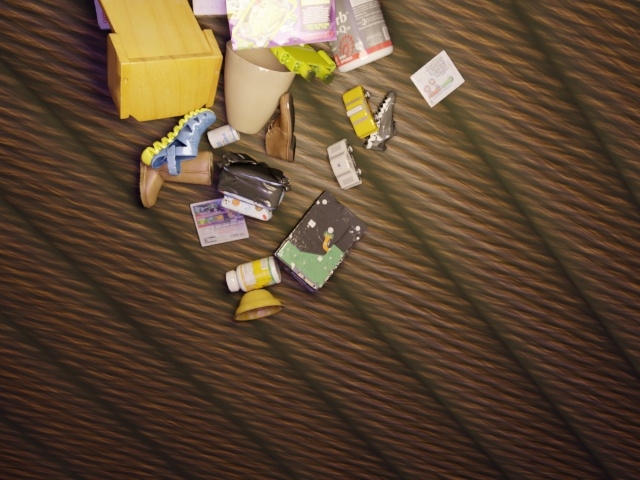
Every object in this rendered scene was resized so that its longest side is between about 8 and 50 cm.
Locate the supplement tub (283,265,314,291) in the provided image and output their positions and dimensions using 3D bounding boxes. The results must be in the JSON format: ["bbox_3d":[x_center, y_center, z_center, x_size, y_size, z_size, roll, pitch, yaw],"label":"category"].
[{"bbox_3d":[-0.069,0.113,1.953,0.190,0.117,0.117,41,101,-12],"label":"supplement tub"}]

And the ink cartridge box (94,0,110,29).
[{"bbox_3d":[-0.674,-0.827,1.667,0.208,0.087,0.153,-2,107,-2],"label":"ink cartridge box"}]

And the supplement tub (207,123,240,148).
[{"bbox_3d":[-0.370,-0.403,1.813,0.107,0.071,0.071,-20,106,4],"label":"supplement tub"}]

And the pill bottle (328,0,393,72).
[{"bbox_3d":[0.101,-0.793,1.637,0.210,0.210,0.363,-21,106,4],"label":"pill bottle"}]

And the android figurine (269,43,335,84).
[{"bbox_3d":[-0.067,-0.648,1.666,0.248,0.273,0.056,-6,140,-39],"label":"android figurine"}]

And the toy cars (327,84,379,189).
[{"bbox_3d":[0.112,-0.387,1.790,0.176,0.087,0.393,24,110,21],"label":"toy cars"}]

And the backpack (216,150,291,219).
[{"bbox_3d":[-0.244,-0.202,1.779,0.276,0.263,0.213,23,112,-1],"label":"backpack"}]

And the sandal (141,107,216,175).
[{"bbox_3d":[-0.503,-0.358,1.760,0.317,0.126,0.138,-44,84,-1],"label":"sandal"}]

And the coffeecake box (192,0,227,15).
[{"bbox_3d":[-0.356,-0.872,1.673,0.185,0.068,0.142,-1,107,-1],"label":"coffeecake box"}]

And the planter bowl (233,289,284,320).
[{"bbox_3d":[-0.266,0.262,1.981,0.217,0.217,0.090,-16,71,3],"label":"planter bowl"}]

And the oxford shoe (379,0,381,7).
[{"bbox_3d":[0.210,-0.922,1.672,0.096,0.083,0.227,-12,117,-18],"label":"oxford shoe"}]

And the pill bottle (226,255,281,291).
[{"bbox_3d":[-0.278,0.145,1.956,0.208,0.117,0.117,-15,107,2],"label":"pill bottle"}]

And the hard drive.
[{"bbox_3d":[0.000,0.000,1.885,0.237,0.064,0.339,40,76,-12],"label":"hard drive"}]

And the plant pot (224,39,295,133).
[{"bbox_3d":[-0.244,-0.536,1.701,0.256,0.256,0.274,20,124,-7],"label":"plant pot"}]

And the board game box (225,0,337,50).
[{"bbox_3d":[-0.125,-0.733,1.509,0.347,0.056,0.208,-9,119,-7],"label":"board game box"}]

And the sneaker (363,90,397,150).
[{"bbox_3d":[0.254,-0.451,1.818,0.106,0.078,0.234,18,109,-10],"label":"sneaker"}]

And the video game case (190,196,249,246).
[{"bbox_3d":[-0.411,-0.081,1.934,0.201,0.023,0.183,-11,107,3],"label":"video game case"}]

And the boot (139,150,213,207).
[{"bbox_3d":[-0.562,-0.236,1.849,0.269,0.089,0.236,2,107,-4],"label":"boot"}]

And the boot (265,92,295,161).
[{"bbox_3d":[-0.150,-0.410,1.737,0.115,0.112,0.305,9,145,1],"label":"boot"}]

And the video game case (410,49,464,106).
[{"bbox_3d":[0.445,-0.615,1.801,0.157,0.019,0.143,-38,104,9],"label":"video game case"}]

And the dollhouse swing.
[{"bbox_3d":[-0.575,-0.647,1.632,0.305,0.347,0.315,54,143,20],"label":"dollhouse swing"}]
